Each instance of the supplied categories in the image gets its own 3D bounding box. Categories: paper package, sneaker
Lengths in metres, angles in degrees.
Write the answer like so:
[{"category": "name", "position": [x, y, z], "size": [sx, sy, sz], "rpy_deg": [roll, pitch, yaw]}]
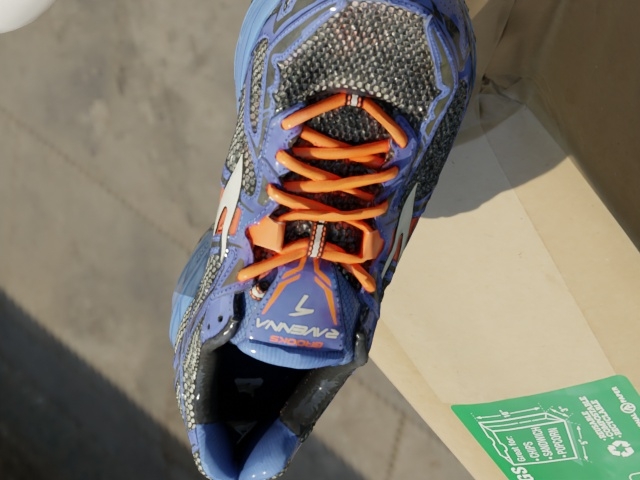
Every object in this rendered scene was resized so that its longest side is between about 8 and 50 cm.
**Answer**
[{"category": "paper package", "position": [0.147, -0.035, 0.863], "size": [0.168, 0.309, 0.325], "rpy_deg": [-15, 128, 38]}, {"category": "sneaker", "position": [0.000, 0.000, 0.577], "size": [0.087, 0.083, 0.221], "rpy_deg": [-90, 12, -48]}]

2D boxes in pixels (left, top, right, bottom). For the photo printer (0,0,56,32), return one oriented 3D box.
[{"category": "photo printer", "position": [-0.159, -0.236, 0.734], "size": [0.256, 0.107, 0.307], "rpy_deg": [61, 159, -4]}]
